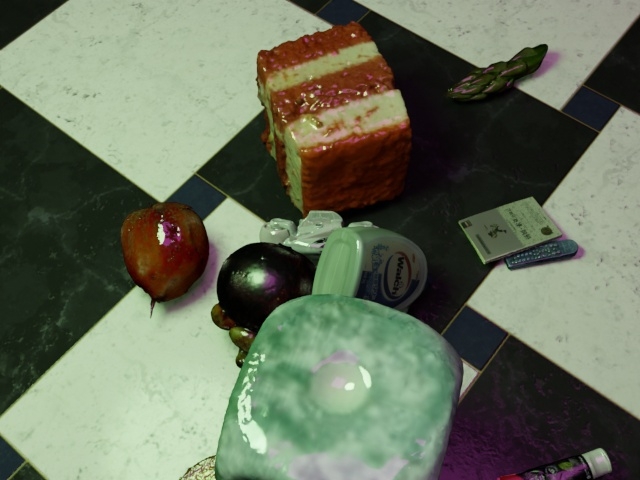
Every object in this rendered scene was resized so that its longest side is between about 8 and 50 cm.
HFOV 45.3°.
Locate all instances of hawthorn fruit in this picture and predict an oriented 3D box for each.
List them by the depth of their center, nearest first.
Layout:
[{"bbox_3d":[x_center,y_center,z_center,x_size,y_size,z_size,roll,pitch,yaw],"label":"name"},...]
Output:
[{"bbox_3d":[-0.312,0.041,1.527,0.181,0.181,0.235,3,77,3],"label":"hawthorn fruit"}]

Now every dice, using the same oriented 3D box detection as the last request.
[{"bbox_3d":[0.037,0.312,1.250,0.327,0.348,0.331,16,55,11],"label":"dice"}]

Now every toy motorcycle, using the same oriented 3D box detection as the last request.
[{"bbox_3d":[0.000,0.000,1.555,0.254,0.112,0.113,2,59,4],"label":"toy motorcycle"}]

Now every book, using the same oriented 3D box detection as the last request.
[{"bbox_3d":[0.397,-0.024,1.609,0.181,0.014,0.127,-18,49,-8],"label":"book"}]

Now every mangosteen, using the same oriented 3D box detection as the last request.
[{"bbox_3d":[-0.110,0.125,1.455,0.211,0.211,0.250,21,89,14],"label":"mangosteen"}]

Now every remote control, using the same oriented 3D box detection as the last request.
[{"bbox_3d":[0.456,0.028,1.583,0.152,0.027,0.044,-9,63,-2],"label":"remote control"}]

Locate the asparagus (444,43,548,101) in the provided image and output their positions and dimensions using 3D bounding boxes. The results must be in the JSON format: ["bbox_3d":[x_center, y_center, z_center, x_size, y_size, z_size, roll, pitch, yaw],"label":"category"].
[{"bbox_3d":[0.417,-0.385,1.805,0.287,0.080,0.080,-22,61,-15],"label":"asparagus"}]

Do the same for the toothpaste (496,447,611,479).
[{"bbox_3d":[0.412,0.420,1.342,0.193,0.045,0.071,-18,60,-2],"label":"toothpaste"}]

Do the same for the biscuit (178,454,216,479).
[{"bbox_3d":[-0.201,0.484,1.329,0.125,0.025,0.206,-16,59,-8],"label":"biscuit"}]

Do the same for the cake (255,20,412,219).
[{"bbox_3d":[0.025,-0.244,1.616,0.269,0.269,0.320,-19,59,-10],"label":"cake"}]

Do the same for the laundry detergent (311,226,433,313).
[{"bbox_3d":[0.115,0.087,1.454,0.105,0.280,0.215,16,92,42],"label":"laundry detergent"}]
